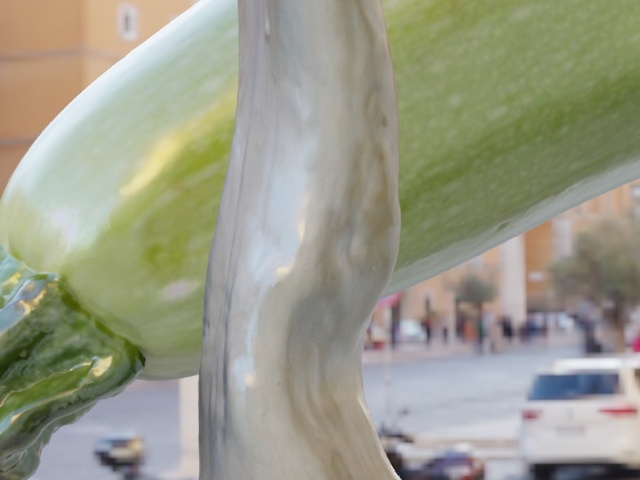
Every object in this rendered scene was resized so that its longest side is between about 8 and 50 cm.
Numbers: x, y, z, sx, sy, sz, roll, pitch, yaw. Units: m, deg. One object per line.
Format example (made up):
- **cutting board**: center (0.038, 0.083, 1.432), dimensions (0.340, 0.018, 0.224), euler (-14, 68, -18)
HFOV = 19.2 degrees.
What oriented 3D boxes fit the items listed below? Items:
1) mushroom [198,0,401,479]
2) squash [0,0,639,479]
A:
- **mushroom**: center (-0.001, 0.000, 0.407), dimensions (0.054, 0.202, 0.059), euler (-1, -2, -16)
- **squash**: center (-0.014, -0.035, 0.561), dimensions (0.287, 0.137, 0.137), euler (-25, 9, -25)
